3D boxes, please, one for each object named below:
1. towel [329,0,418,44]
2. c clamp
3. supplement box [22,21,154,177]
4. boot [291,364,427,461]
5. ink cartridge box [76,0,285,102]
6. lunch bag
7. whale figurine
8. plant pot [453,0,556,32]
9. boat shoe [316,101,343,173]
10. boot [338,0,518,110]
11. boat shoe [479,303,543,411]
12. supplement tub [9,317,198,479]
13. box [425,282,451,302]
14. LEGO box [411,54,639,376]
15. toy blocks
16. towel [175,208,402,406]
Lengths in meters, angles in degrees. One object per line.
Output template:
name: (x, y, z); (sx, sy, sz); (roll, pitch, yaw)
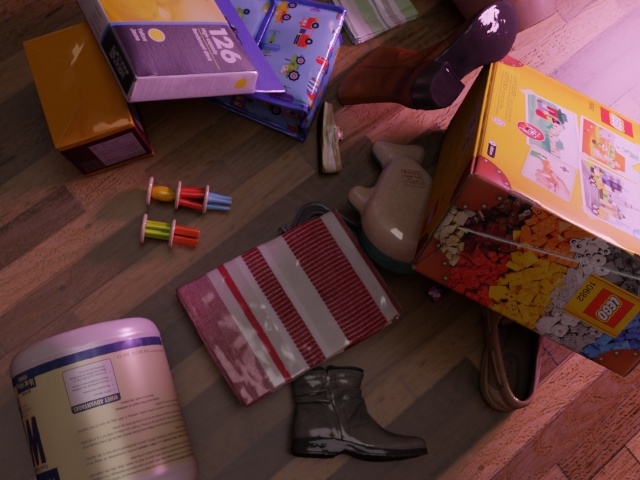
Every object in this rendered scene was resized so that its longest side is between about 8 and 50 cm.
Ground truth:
towel: (0.106, -0.459, 1.743); (0.152, 0.023, 0.113); (-26, 83, -15)
c clamp: (0.000, 0.000, 1.615); (0.161, 0.022, 0.137); (27, 68, -1)
supplement box: (-0.386, -0.234, 1.501); (0.129, 0.194, 0.191); (-19, 80, -3)
boot: (0.067, 0.293, 1.526); (0.247, 0.083, 0.161); (6, 70, -10)
ink cartridge box: (-0.234, -0.366, 1.467); (0.307, 0.072, 0.303); (-13, 62, -37)
lunch bag: (-0.127, -0.345, 1.631); (0.293, 0.138, 0.220); (18, 73, 3)
whale figurine: (0.147, -0.058, 1.614); (0.216, 0.141, 0.272); (4, 52, -13)
plant pot: (0.342, -0.510, 1.699); (0.263, 0.263, 0.229); (-29, 100, -15)
boat shoe: (0.019, -0.190, 1.651); (0.045, 0.050, 0.135); (1, 86, -13)
boot: (0.194, -0.333, 1.620); (0.096, 0.280, 0.264); (44, 75, -30)
boat shoe: (0.354, 0.133, 1.597); (0.122, 0.110, 0.341); (3, 76, -9)
supplement tub: (-0.325, 0.303, 1.368); (0.236, 0.235, 0.324); (-16, 79, -13)
box: (0.270, 0.044, 1.558); (0.116, 0.162, 0.029); (-23, 77, -50)
LEGO box: (0.388, -0.072, 1.476); (0.373, 0.193, 0.500); (27, 35, -2)
toy blocks: (-0.235, -0.043, 1.564); (0.148, 0.054, 0.123); (8, 74, -9)
towel: (-0.052, 0.110, 1.538); (0.329, 0.037, 0.237); (-28, 76, -19)
